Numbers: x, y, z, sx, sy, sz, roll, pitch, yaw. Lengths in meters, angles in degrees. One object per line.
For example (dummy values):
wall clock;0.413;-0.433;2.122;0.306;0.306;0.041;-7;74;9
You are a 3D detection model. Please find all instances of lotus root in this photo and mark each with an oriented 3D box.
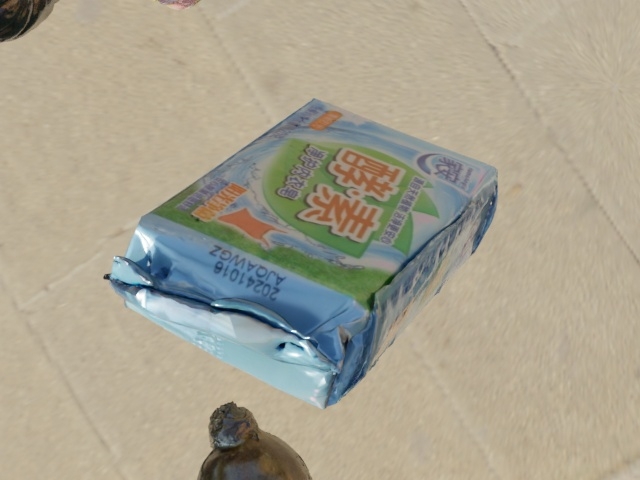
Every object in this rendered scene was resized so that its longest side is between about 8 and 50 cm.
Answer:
lotus root;-0.054;0.247;1.437;0.120;0.120;0.209;-16;84;12

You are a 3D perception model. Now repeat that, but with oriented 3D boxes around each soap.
soap;0.000;0.000;0.974;0.156;0.293;0.077;22;121;16

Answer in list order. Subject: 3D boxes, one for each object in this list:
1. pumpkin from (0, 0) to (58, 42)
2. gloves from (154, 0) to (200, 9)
pumpkin;-0.322;-0.290;1.582;0.150;0.194;0.194;40;101;-3
gloves;-0.134;-0.272;1.404;0.145;0.241;0.126;-16;92;45
